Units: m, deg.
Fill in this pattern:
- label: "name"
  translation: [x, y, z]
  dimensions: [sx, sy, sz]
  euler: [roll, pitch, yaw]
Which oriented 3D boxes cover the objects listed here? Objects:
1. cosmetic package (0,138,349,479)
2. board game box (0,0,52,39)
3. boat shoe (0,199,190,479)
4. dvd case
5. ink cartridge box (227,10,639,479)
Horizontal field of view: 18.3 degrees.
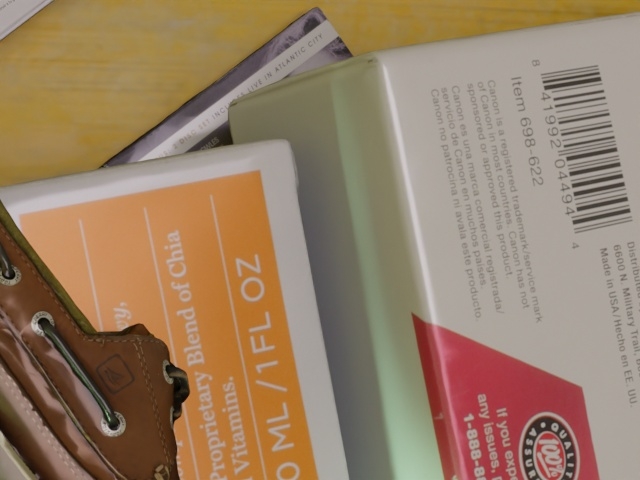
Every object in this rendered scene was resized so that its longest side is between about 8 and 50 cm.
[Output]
- label: "cosmetic package"
  translation: [-0.226, 0.100, 0.962]
  dimensions: [0.453, 0.161, 0.230]
  euler: [-12, 92, -21]
- label: "board game box"
  translation: [-0.229, -0.183, 1.056]
  dimensions: [0.305, 0.053, 0.193]
  euler: [-40, 100, -21]
- label: "boat shoe"
  translation: [-0.103, 0.077, 0.863]
  dimensions: [0.104, 0.111, 0.307]
  euler: [-46, 103, -16]
- label: "dvd case"
  translation: [0.000, 0.000, 1.148]
  dimensions: [0.164, 0.018, 0.221]
  euler: [-39, 99, -20]
- label: "ink cartridge box"
  translation: [0.170, 0.020, 1.108]
  dimensions: [0.385, 0.160, 0.279]
  euler: [-11, 89, -32]
